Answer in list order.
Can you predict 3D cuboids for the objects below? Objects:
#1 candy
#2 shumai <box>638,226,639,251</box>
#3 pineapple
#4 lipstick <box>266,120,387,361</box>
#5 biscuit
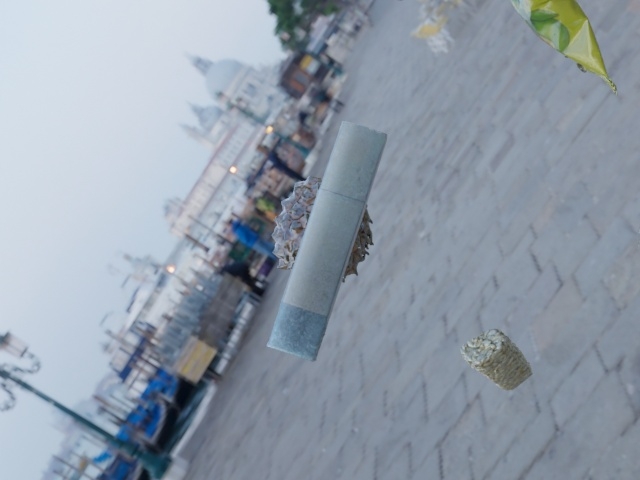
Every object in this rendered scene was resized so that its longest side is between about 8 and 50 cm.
[{"bbox_3d":[0.388,-0.373,1.536,0.081,0.297,0.187,-42,21,14],"label":"candy"},{"bbox_3d":[0.537,0.020,1.385,0.105,0.139,0.123,122,167,-53],"label":"shumai"},{"bbox_3d":[0.000,0.000,1.480,0.193,0.166,0.166,-68,10,-23],"label":"pineapple"},{"bbox_3d":[0.011,0.002,1.240,0.066,0.068,0.317,63,-134,-82],"label":"lipstick"},{"bbox_3d":[0.306,0.207,1.600,0.082,0.168,0.070,-37,53,10],"label":"biscuit"}]
